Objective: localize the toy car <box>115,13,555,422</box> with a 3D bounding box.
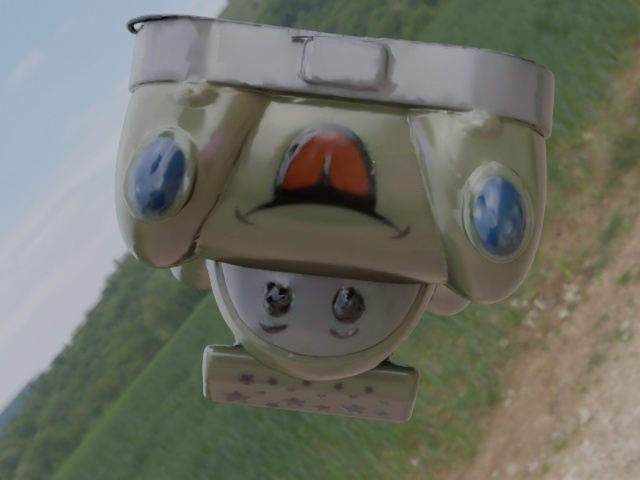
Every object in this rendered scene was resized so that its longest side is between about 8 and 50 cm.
[{"bbox_3d":[0.000,0.000,0.815,0.336,0.242,0.226,95,-178,-83],"label":"toy car"}]
